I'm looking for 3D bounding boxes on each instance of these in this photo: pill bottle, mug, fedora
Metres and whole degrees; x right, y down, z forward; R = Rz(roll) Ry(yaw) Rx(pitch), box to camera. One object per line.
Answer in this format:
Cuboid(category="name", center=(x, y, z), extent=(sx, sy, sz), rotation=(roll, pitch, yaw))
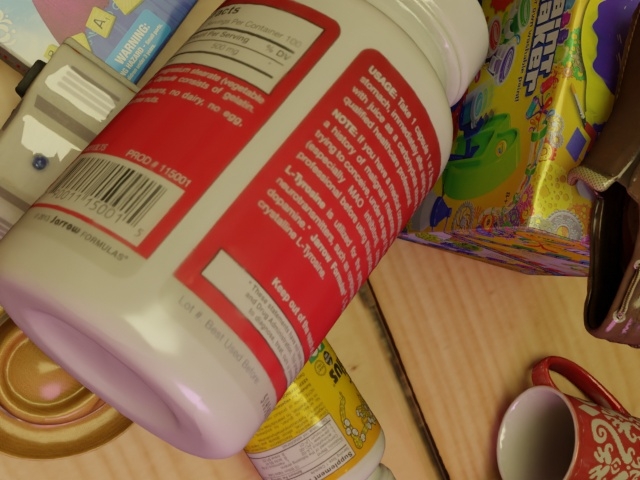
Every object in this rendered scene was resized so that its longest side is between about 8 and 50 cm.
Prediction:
Cuboid(category="pill bottle", center=(-0.014, 0.167, 0.890), extent=(0.117, 0.117, 0.208), rotation=(-34, 99, -16))
Cuboid(category="pill bottle", center=(-0.042, -0.055, 0.775), extent=(0.229, 0.229, 0.408), rotation=(44, 66, -13))
Cuboid(category="mug", center=(0.282, 0.200, 0.992), extent=(0.169, 0.113, 0.150), rotation=(17, 78, -27))
Cuboid(category="fedora", center=(-0.221, 0.101, 0.839), extent=(0.194, 0.079, 0.194), rotation=(0, 89, -20))

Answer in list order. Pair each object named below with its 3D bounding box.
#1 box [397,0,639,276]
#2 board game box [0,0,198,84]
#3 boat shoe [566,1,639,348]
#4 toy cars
Cuboid(category="box", center=(0.219, -0.125, 0.890), extent=(0.177, 0.279, 0.290), rotation=(15, 84, -18))
Cuboid(category="board game box", center=(-0.226, -0.316, 0.850), extent=(0.318, 0.066, 0.319), rotation=(36, 78, -15))
Cuboid(category="boat shoe", center=(0.226, -0.050, 0.697), extent=(0.095, 0.095, 0.258), rotation=(0, 90, -13))
Cuboid(category="toy cars", center=(-0.321, -0.038, 0.769), extent=(0.393, 0.087, 0.177), rotation=(-15, 104, -9))
